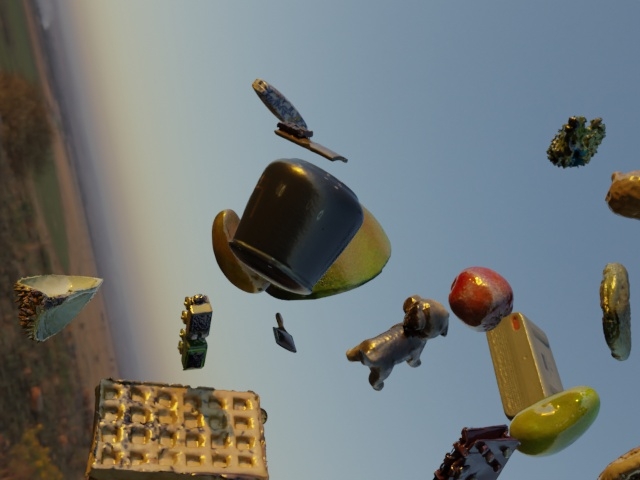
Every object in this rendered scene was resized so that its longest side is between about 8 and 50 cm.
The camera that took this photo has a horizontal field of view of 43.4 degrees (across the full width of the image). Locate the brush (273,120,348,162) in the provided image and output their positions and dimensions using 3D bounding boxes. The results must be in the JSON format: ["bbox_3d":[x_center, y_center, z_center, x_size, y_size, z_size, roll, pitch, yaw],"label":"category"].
[{"bbox_3d":[-0.022,-0.204,1.642,0.248,0.043,0.036,35,-53,54],"label":"brush"}]

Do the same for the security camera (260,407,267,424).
[{"bbox_3d":[-0.185,0.531,2.368,0.092,0.058,0.058,100,-25,-62],"label":"security camera"}]

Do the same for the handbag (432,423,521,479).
[{"bbox_3d":[0.389,0.562,2.029,0.074,0.216,0.203,45,-64,40],"label":"handbag"}]

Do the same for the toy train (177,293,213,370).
[{"bbox_3d":[-0.275,0.203,1.763,0.081,0.060,0.202,-116,-149,-42],"label":"toy train"}]

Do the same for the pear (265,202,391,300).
[{"bbox_3d":[0.003,-0.003,2.257,0.399,0.399,0.165,-133,-155,-65],"label":"pear"}]

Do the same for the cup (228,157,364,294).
[{"bbox_3d":[-0.052,-0.024,1.222,0.223,0.169,0.176,19,-102,53],"label":"cup"}]

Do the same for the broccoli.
[{"bbox_3d":[0.722,-0.288,2.277,0.160,0.167,0.154,44,46,-57],"label":"broccoli"}]

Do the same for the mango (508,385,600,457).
[{"bbox_3d":[0.662,0.514,2.266,0.149,0.273,0.185,61,-2,23],"label":"mango"}]

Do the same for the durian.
[{"bbox_3d":[-0.556,0.119,1.671,0.144,0.139,0.252,61,11,7],"label":"durian"}]

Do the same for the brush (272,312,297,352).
[{"bbox_3d":[-0.100,0.234,2.098,0.016,0.063,0.193,-55,-159,11],"label":"brush"}]

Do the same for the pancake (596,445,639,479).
[{"bbox_3d":[0.779,0.486,1.786,0.382,0.382,0.071,99,-28,-56],"label":"pancake"}]

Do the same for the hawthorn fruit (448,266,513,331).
[{"bbox_3d":[0.417,0.149,2.108,0.173,0.173,0.173,168,-90,-76],"label":"hawthorn fruit"}]

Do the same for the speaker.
[{"bbox_3d":[0.686,0.445,2.690,0.184,0.183,0.406,41,31,-39],"label":"speaker"}]

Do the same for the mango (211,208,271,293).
[{"bbox_3d":[-0.201,0.031,2.000,0.099,0.136,0.227,-19,-78,42],"label":"mango"}]

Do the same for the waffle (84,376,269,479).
[{"bbox_3d":[-0.307,0.429,1.735,0.261,0.376,0.114,-99,-155,-48],"label":"waffle"}]

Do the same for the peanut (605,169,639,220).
[{"bbox_3d":[0.845,-0.084,1.968,0.291,0.143,0.159,15,-93,33],"label":"peanut"}]

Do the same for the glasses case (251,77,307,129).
[{"bbox_3d":[-0.121,-0.407,2.456,0.087,0.065,0.248,48,4,38],"label":"glasses case"}]

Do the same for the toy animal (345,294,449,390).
[{"bbox_3d":[0.167,0.215,1.729,0.121,0.233,0.168,52,-21,19],"label":"toy animal"}]

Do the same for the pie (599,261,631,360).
[{"bbox_3d":[0.828,0.201,2.252,0.277,0.078,0.277,0,90,-66],"label":"pie"}]
